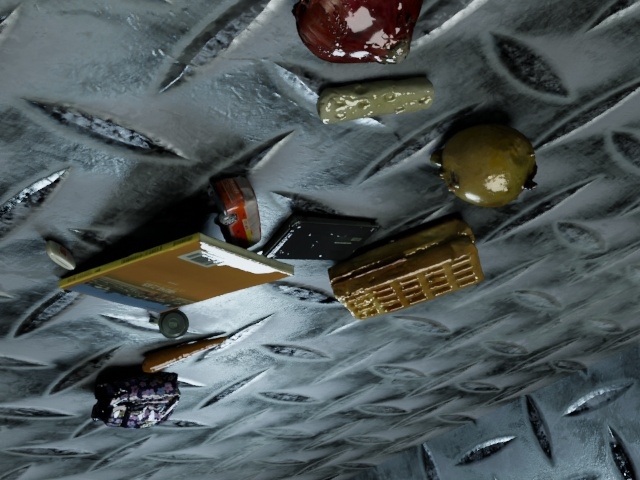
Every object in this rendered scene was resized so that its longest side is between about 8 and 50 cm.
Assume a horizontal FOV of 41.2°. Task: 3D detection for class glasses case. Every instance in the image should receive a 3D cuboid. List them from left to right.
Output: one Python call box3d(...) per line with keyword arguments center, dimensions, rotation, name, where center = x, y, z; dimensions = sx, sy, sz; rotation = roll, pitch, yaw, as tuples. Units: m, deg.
box3d(center=(-0.465, 0.026, 1.524), dimensions=(0.021, 0.032, 0.083), rotation=(-24, 151, 7), name="glasses case")

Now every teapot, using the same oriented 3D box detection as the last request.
box3d(center=(-0.331, 0.184, 1.866), dimensions=(0.088, 0.066, 0.057), rotation=(9, 167, -3), name="teapot")

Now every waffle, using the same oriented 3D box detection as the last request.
box3d(center=(0.193, 0.073, 1.895), dimensions=(0.328, 0.098, 0.224), rotation=(-21, 154, 6), name="waffle")

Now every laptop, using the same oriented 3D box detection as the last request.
box3d(center=(0.000, 0.000, 1.739), dimensions=(0.207, 0.026, 0.154), rotation=(4, 145, -35), name="laptop")

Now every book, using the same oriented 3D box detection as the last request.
box3d(center=(-0.273, 0.070, 1.620), dimensions=(0.374, 0.028, 0.262), rotation=(-16, 157, 33), name="book")

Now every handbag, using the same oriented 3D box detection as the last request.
box3d(center=(-0.460, 0.397, 2.105), dimensions=(0.208, 0.127, 0.228), rotation=(-4, 158, -25), name="handbag")

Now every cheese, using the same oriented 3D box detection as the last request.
box3d(center=(0.089, -0.225, 1.361), dimensions=(0.194, 0.043, 0.065), rotation=(-8, 152, -15), name="cheese")

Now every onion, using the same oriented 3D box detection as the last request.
box3d(center=(0.060, -0.292, 1.116), dimensions=(0.184, 0.147, 0.184), rotation=(-26, 160, -10), name="onion")

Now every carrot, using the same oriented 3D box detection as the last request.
box3d(center=(-0.323, 0.265, 2.034), dimensions=(0.216, 0.048, 0.048), rotation=(-19, 153, -8), name="carrot")

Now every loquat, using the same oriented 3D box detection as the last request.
box3d(center=(0.294, -0.136, 1.535), dimensions=(0.204, 0.149, 0.172), rotation=(8, -174, 25), name="loquat")

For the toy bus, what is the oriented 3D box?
box3d(center=(-0.150, -0.048, 1.523), dimensions=(0.077, 0.079, 0.174), rotation=(-21, 153, -12), name="toy bus")
